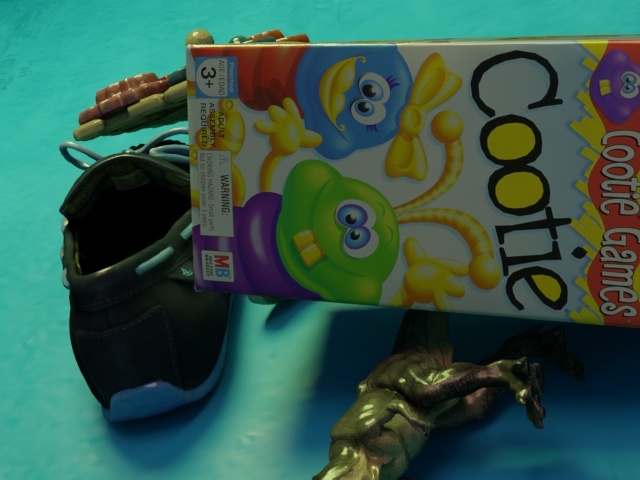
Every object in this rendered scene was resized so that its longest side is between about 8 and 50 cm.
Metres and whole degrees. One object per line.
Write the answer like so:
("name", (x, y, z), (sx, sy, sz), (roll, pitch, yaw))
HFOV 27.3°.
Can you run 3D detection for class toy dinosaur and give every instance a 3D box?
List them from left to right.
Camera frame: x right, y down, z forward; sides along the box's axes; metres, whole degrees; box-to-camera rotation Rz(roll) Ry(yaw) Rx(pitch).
("toy dinosaur", (0.068, 0.076, 0.684), (0.118, 0.064, 0.268), (-13, 22, 26))

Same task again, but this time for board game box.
("board game box", (0.081, -0.041, 0.728), (0.275, 0.142, 0.144), (3, 10, 26))

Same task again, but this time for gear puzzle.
("gear puzzle", (-0.070, -0.144, 1.097), (0.175, 0.044, 0.339), (-20, 3, 18))

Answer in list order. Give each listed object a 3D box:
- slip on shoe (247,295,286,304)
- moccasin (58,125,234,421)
("slip on shoe", (0.000, 0.000, 0.887), (0.041, 0.051, 0.135), (1, 24, 39))
("moccasin", (-0.112, -0.013, 0.904), (0.137, 0.117, 0.342), (-19, 26, -2))
